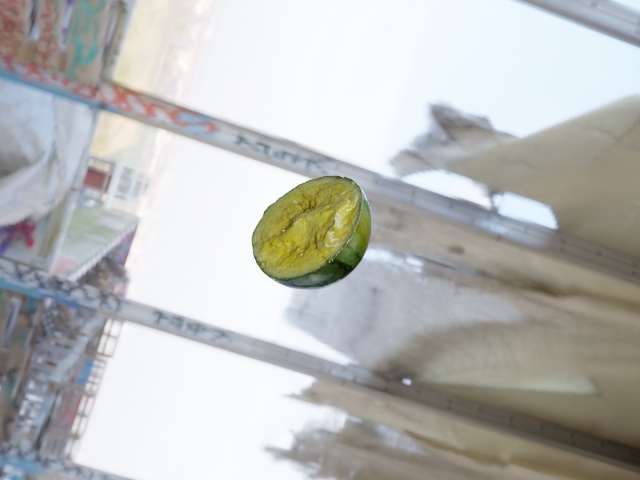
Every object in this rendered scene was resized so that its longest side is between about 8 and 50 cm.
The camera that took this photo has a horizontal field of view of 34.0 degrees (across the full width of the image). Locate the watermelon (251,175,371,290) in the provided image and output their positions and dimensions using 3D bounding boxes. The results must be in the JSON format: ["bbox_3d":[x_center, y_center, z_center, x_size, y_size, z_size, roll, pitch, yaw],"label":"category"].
[{"bbox_3d":[0.000,0.000,0.852,0.105,0.062,0.105,-23,-140,21],"label":"watermelon"}]
